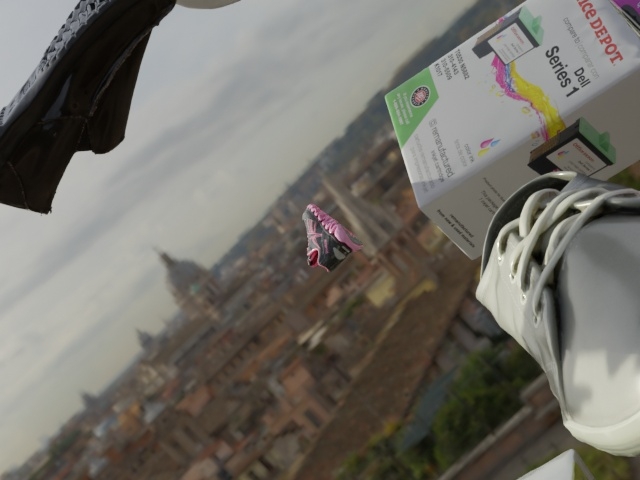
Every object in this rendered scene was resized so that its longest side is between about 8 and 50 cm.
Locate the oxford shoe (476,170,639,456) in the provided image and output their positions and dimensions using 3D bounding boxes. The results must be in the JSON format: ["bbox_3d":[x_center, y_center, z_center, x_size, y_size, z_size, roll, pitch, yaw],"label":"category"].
[{"bbox_3d":[0.183,0.026,0.769,0.169,0.130,0.449,-49,3,5],"label":"oxford shoe"}]

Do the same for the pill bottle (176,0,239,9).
[{"bbox_3d":[-0.169,-0.315,1.018,0.169,0.169,0.302,-45,43,-14],"label":"pill bottle"}]

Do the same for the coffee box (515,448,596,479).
[{"bbox_3d":[0.130,0.408,0.816,0.338,0.338,0.334,-34,-2,14],"label":"coffee box"}]

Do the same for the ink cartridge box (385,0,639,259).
[{"bbox_3d":[0.228,-0.142,1.249,0.278,0.117,0.201,-33,41,19],"label":"ink cartridge box"}]

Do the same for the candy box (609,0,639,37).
[{"bbox_3d":[0.302,-0.172,0.667,0.233,0.071,0.159,-43,35,15],"label":"candy box"}]

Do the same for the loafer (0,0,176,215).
[{"bbox_3d":[-0.167,-0.105,0.834,0.220,0.078,0.080,-46,25,20],"label":"loafer"}]

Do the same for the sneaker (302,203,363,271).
[{"bbox_3d":[0.000,0.000,1.265,0.057,0.047,0.119,-54,25,3],"label":"sneaker"}]
